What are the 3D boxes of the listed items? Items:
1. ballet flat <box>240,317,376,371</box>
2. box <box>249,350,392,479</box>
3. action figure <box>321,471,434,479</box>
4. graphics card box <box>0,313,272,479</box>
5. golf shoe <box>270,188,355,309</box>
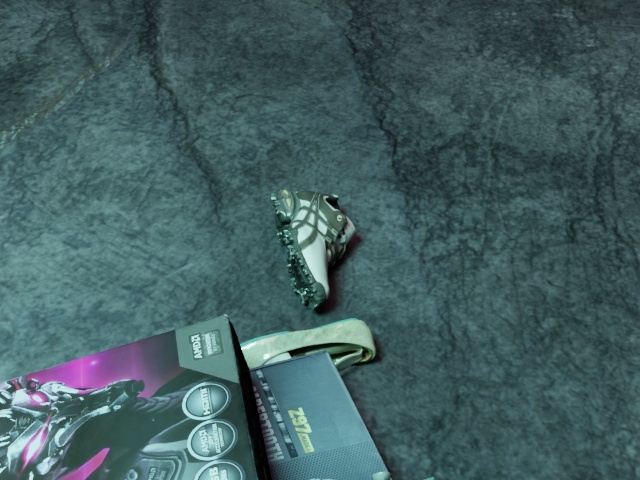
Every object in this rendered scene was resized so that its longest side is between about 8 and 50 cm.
[{"bbox_3d":[-0.019,0.123,1.240,0.168,0.057,0.052,-14,50,-15],"label":"ballet flat"},{"bbox_3d":[-0.041,0.218,1.116,0.183,0.059,0.233,-12,40,-14],"label":"box"},{"bbox_3d":[0.042,0.310,0.959,0.137,0.063,0.232,-10,61,5],"label":"action figure"},{"bbox_3d":[-0.230,0.220,1.039,0.371,0.094,0.233,-16,40,0],"label":"graphics card box"},{"bbox_3d":[0.000,0.000,1.373,0.094,0.077,0.198,-7,40,-7],"label":"golf shoe"}]
